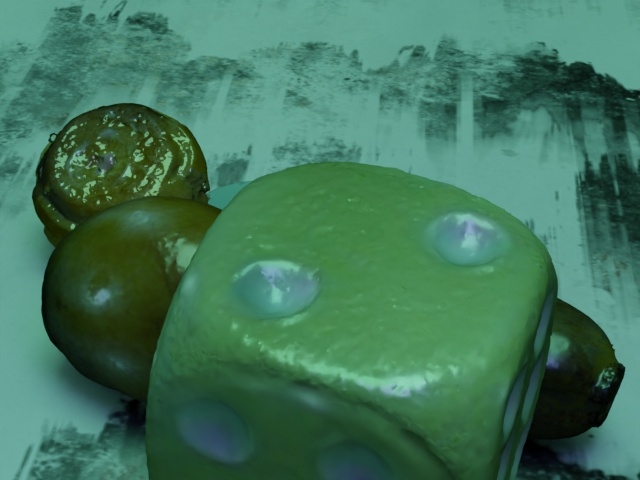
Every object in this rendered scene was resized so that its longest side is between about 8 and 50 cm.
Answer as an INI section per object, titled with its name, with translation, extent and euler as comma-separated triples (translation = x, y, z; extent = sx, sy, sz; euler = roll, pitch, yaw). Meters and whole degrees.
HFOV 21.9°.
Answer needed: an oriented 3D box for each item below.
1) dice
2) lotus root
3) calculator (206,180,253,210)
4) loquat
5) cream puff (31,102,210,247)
[dice]
translation = 0.027, 0.106, 1.221
extent = 0.250, 0.252, 0.254
euler = 16, 44, 13
[lotus root]
translation = 0.139, 0.097, 1.409
extent = 0.241, 0.124, 0.123
euler = 14, 35, 18
[calculator]
translation = 0.000, 0.000, 1.653
extent = 0.295, 0.042, 0.184
euler = 16, 33, 25
[loquat]
translation = -0.140, 0.049, 1.431
extent = 0.227, 0.179, 0.179
euler = 15, 31, 38
[cream puff]
translation = -0.198, -0.046, 1.635
extent = 0.189, 0.129, 0.189
euler = -7, 51, 8
